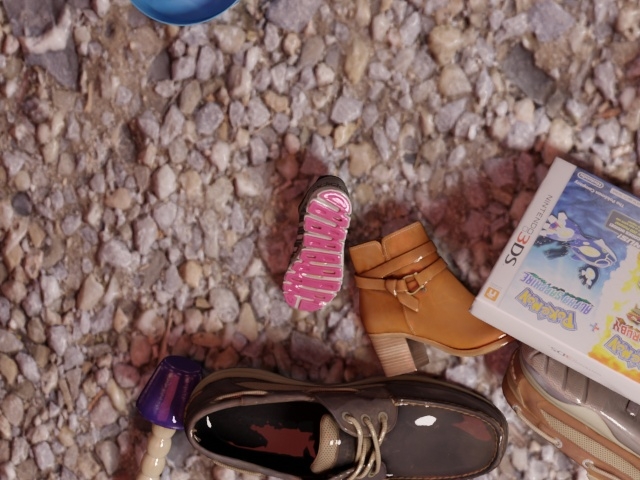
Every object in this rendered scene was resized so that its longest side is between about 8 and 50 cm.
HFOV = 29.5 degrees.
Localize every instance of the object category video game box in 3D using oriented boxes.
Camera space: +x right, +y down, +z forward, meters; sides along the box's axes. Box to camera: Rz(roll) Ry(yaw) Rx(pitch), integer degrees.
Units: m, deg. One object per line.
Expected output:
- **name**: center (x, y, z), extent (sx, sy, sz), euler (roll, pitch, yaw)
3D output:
- **video game box**: center (0.279, 0.039, 1.197), extent (0.205, 0.048, 0.187), euler (28, 69, 11)

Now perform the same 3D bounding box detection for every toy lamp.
- **toy lamp**: center (-0.197, 0.266, 1.413), extent (0.080, 0.080, 0.275), euler (20, 104, 13)

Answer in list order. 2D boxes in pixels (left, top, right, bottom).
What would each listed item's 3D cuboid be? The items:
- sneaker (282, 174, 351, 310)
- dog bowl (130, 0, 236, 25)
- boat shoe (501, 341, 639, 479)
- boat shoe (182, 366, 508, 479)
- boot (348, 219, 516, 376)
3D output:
- **sneaker**: center (0.000, 0.000, 1.324), extent (0.063, 0.075, 0.170), euler (11, 125, -3)
- **dog bowl**: center (-0.147, -0.379, 1.298), extent (0.166, 0.074, 0.297), euler (-9, 97, 18)
- **boat shoe**: center (0.326, 0.206, 1.239), extent (0.324, 0.123, 0.116), euler (39, 141, 5)
- **boat shoe**: center (0.022, 0.217, 1.300), extent (0.355, 0.130, 0.132), euler (1, 101, 8)
- **boot**: center (0.129, 0.050, 1.286), extent (0.197, 0.073, 0.152), euler (-17, 89, 16)
